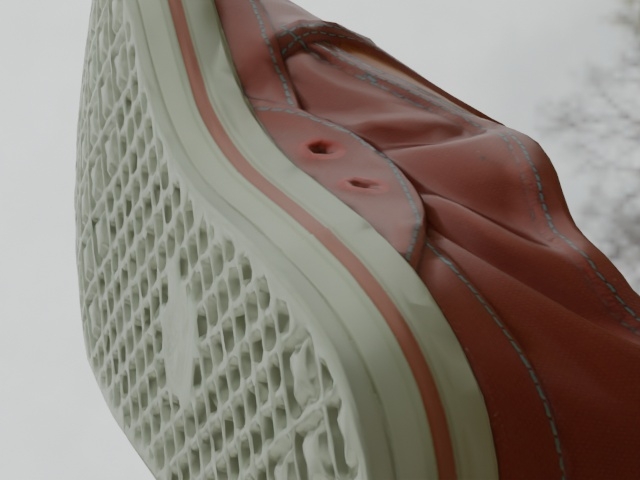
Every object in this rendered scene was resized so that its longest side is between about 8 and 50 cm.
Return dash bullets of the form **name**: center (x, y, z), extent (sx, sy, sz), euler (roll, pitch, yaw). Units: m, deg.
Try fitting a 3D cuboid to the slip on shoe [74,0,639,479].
- **slip on shoe**: center (0.000, 0.000, 0.489), extent (0.101, 0.331, 0.123), euler (-1, -66, -20)
